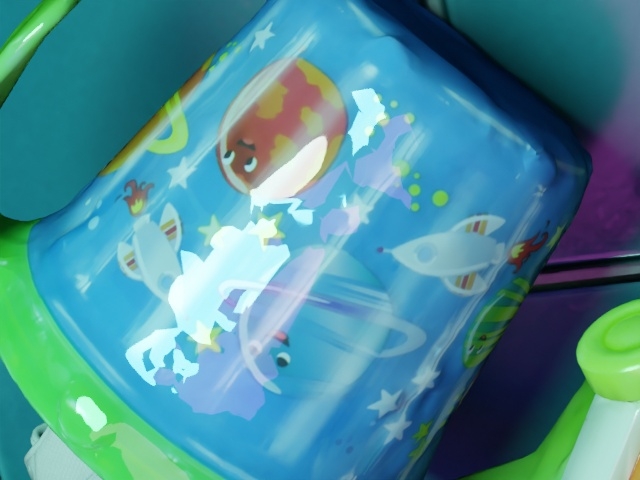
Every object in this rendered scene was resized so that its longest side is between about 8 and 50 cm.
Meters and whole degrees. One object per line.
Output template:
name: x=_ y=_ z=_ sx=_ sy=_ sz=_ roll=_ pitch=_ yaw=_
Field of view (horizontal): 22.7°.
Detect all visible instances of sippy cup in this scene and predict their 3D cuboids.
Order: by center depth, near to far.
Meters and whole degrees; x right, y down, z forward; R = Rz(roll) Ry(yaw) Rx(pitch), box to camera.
sippy cup: x=0.000 y=0.000 z=0.752 sx=0.224 sy=0.305 sz=0.240 roll=-51 pitch=49 yaw=16

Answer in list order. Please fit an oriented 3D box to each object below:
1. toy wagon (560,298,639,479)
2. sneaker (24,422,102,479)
toy wagon: x=0.211 y=0.138 z=0.739 sx=0.344 sy=0.068 sz=0.267 roll=-30 pitch=113 yaw=-4
sneaker: x=-0.119 y=0.163 z=0.923 sx=0.121 sy=0.099 sz=0.262 roll=30 pitch=122 yaw=29
